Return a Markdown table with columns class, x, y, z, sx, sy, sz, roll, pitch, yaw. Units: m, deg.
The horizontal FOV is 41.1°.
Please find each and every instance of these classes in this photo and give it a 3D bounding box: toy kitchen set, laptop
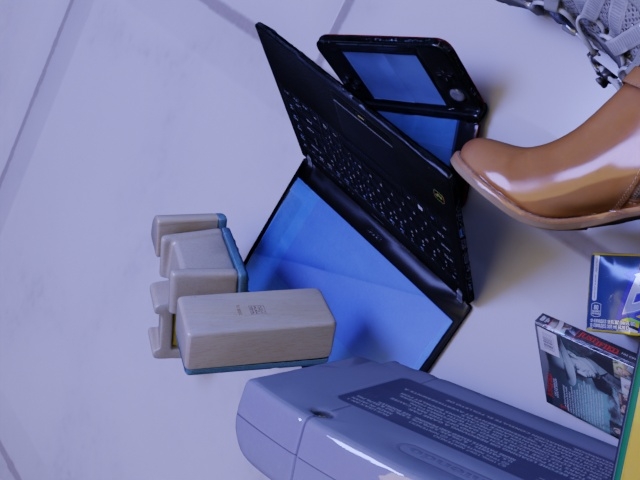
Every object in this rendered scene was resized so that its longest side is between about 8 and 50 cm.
| class | x | y | z | sx | sy | sz | roll | pitch | yaw |
| --- | --- | --- | --- | --- | --- | --- | --- | --- | --- |
| toy kitchen set | -0.083 | 0.083 | 0.782 | 0.207 | 0.122 | 0.166 | -118 | 31 | -53 |
| laptop | 0.000 | 0.000 | 0.708 | 0.136 | 0.264 | 0.234 | -38 | 55 | -12 |

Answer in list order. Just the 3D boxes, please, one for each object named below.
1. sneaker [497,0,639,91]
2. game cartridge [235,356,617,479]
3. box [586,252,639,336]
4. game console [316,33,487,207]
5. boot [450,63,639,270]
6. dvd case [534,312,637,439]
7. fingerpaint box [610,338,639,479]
| class | x | y | z | sx | sy | sz | roll | pitch | yaw |
| --- | --- | --- | --- | --- | --- | --- | --- | --- | --- |
| sneaker | 0.211 | -0.139 | 0.567 | 0.281 | 0.105 | 0.115 | 32 | 105 | 40 |
| game cartridge | 0.103 | 0.147 | 0.520 | 0.297 | 0.198 | 0.062 | 18 | 103 | 32 |
| box | 0.256 | 0.038 | 0.527 | 0.169 | 0.059 | 0.054 | 1 | 84 | 43 |
| game console | 0.058 | -0.102 | 0.721 | 0.144 | 0.124 | 0.085 | 14 | 66 | 43 |
| boot | 0.185 | -0.071 | 0.515 | 0.197 | 0.073 | 0.152 | 26 | 109 | 28 |
| dvd case | 0.198 | 0.102 | 0.564 | 0.119 | 0.013 | 0.087 | 23 | 144 | 42 |
| fingerpaint box | 0.337 | -0.044 | 0.321 | 0.371 | 0.163 | 0.445 | 11 | 91 | 21 |
